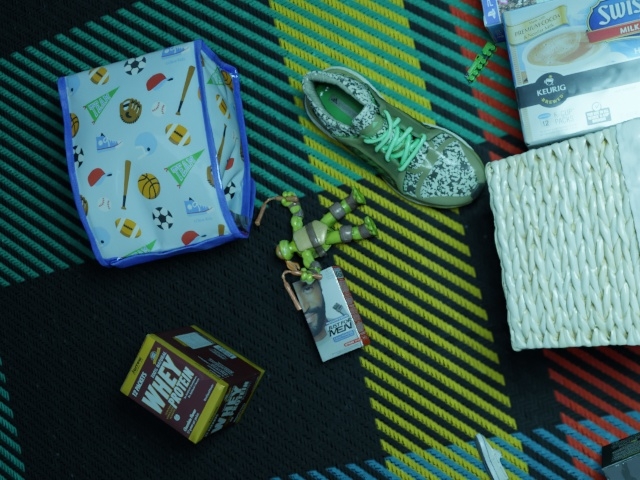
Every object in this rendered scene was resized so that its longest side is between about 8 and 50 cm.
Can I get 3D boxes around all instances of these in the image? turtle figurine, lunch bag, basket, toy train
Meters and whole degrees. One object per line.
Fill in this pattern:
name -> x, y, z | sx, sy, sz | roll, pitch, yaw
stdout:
turtle figurine -> 0.000, 0.000, 1.636 | 0.217, 0.087, 0.269 | -25, 54, 11
lunch bag -> -0.315, -0.155, 1.678 | 0.328, 0.239, 0.385 | -13, 79, 17
basket -> 0.458, -0.007, 1.335 | 0.267, 0.328, 0.331 | -9, 88, 37
toy train -> 0.300, -0.335, 1.576 | 0.024, 0.017, 0.083 | 40, 102, 25

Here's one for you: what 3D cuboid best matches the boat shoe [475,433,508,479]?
boat shoe -> 0.321, 0.404, 1.564 | 0.035, 0.035, 0.100 | -21, 78, -9

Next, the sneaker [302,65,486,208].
sneaker -> 0.114, -0.191, 1.553 | 0.410, 0.182, 0.158 | 34, 100, 16

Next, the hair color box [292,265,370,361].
hair color box -> 0.021, 0.143, 1.654 | 0.093, 0.053, 0.167 | -25, 81, 18

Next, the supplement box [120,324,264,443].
supplement box -> -0.251, 0.279, 1.674 | 0.191, 0.194, 0.129 | 30, 100, 17

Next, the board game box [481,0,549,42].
board game box -> 0.419, -0.504, 1.469 | 0.291, 0.141, 0.231 | -10, 87, 19

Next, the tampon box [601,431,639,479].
tampon box -> 0.548, 0.400, 1.414 | 0.102, 0.161, 0.120 | -28, 82, 17

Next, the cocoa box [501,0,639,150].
cocoa box -> 0.500, -0.288, 1.392 | 0.347, 0.231, 0.227 | -11, 86, 18
